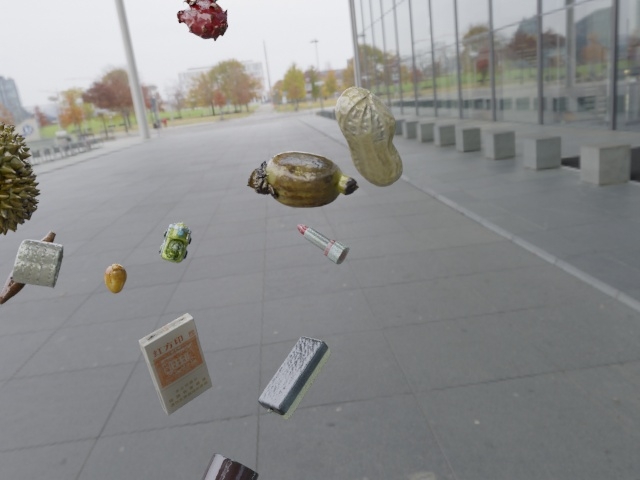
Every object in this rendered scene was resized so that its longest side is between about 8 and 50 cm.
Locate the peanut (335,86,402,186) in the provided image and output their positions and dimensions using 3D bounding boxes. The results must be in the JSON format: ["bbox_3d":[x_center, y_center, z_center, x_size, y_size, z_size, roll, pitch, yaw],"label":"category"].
[{"bbox_3d":[0.096,-0.187,0.981,0.098,0.214,0.090,-20,40,5],"label":"peanut"}]

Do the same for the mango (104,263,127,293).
[{"bbox_3d":[-0.560,0.106,1.441,0.060,0.089,0.046,10,21,4],"label":"mango"}]

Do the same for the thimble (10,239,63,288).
[{"bbox_3d":[-0.634,0.052,1.184,0.090,0.102,0.115,12,-19,-22],"label":"thimble"}]

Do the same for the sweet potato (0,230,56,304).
[{"bbox_3d":[-0.914,0.082,1.638,0.057,0.057,0.264,8,65,44],"label":"sweet potato"}]

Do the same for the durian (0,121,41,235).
[{"bbox_3d":[-0.551,-0.094,0.905,0.183,0.138,0.249,-53,18,-22],"label":"durian"}]

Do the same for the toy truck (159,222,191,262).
[{"bbox_3d":[-0.386,0.004,1.413,0.076,0.111,0.077,17,-5,-17],"label":"toy truck"}]

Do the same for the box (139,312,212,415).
[{"bbox_3d":[-0.533,0.466,1.971,0.204,0.365,0.051,-29,39,-32],"label":"box"}]

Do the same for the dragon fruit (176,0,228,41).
[{"bbox_3d":[-0.371,-0.710,1.683,0.166,0.136,0.133,7,28,6],"label":"dragon fruit"}]

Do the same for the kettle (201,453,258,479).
[{"bbox_3d":[-0.266,0.743,1.462,0.202,0.144,0.232,16,60,15],"label":"kettle"}]

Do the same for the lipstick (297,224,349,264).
[{"bbox_3d":[0.001,0.000,1.658,0.186,0.063,0.057,35,15,24],"label":"lipstick"}]

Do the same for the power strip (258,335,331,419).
[{"bbox_3d":[-0.077,0.407,1.566,0.105,0.070,0.257,4,46,45],"label":"power strip"}]

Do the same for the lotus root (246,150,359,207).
[{"bbox_3d":[-0.045,-0.172,1.505,0.314,0.169,0.141,6,57,6],"label":"lotus root"}]
